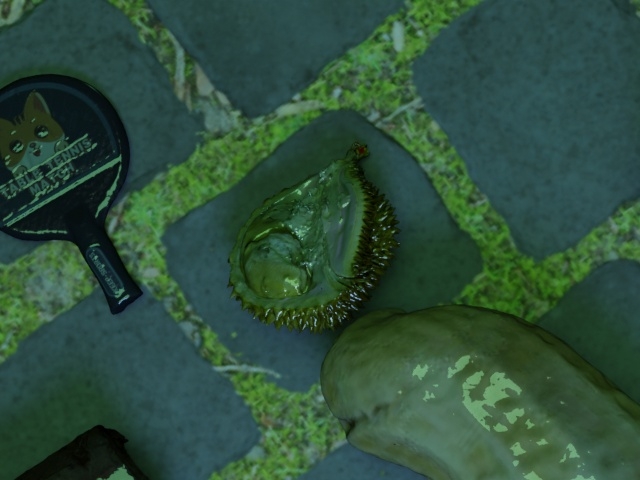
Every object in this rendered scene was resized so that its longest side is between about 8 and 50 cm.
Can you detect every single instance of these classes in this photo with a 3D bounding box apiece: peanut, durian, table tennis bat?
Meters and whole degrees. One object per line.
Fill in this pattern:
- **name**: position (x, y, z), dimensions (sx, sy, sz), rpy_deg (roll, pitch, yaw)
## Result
- **peanut**: position (0.163, 0.160, 1.461), dimensions (0.340, 0.158, 0.174), rpy_deg (43, 120, 17)
- **durian**: position (0.000, 0.000, 1.547), dimensions (0.146, 0.102, 0.208), rpy_deg (-1, 51, 30)
- **table tennis bat**: position (-0.225, -0.041, 1.612), dimensions (0.150, 0.027, 0.236), rpy_deg (-31, 75, 0)

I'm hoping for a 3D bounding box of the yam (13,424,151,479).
- **yam**: position (-0.259, 0.269, 1.505), dimensions (0.280, 0.131, 0.131), rpy_deg (-37, 77, -3)
